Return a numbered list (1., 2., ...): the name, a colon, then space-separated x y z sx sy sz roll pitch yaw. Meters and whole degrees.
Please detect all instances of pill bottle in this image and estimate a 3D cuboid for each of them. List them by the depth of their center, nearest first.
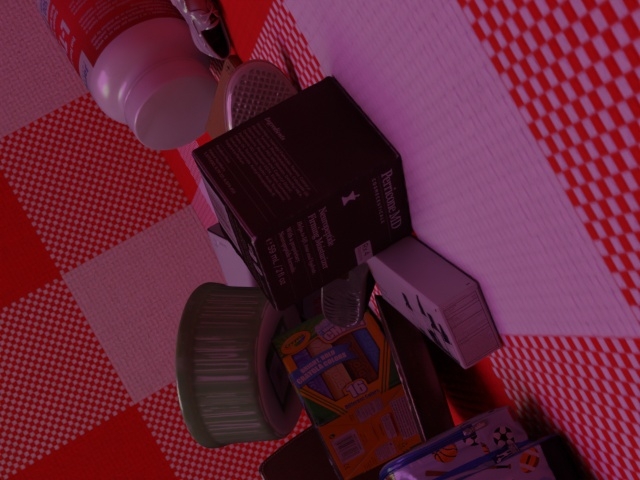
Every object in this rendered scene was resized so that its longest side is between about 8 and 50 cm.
1. pill bottle: -0.346 -0.360 2.071 0.408 0.229 0.229 54 168 32

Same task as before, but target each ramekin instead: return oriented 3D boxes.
1. ramekin: -0.133 0.224 2.047 0.303 0.148 0.303 -3 -90 -72

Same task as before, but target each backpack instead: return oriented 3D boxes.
1. backpack: 0.176 0.334 1.358 0.213 0.263 0.276 56 170 24

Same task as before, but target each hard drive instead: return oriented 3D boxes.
1. hard drive: -0.122 0.124 2.250 0.203 0.040 0.308 23 137 57

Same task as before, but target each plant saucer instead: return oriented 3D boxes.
1. plant saucer: 0.147 0.218 1.617 0.310 0.050 0.311 -17 -90 -90

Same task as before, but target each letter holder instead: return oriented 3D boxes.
1. letter holder: 0.056 0.441 2.134 0.214 0.301 0.152 57 170 17

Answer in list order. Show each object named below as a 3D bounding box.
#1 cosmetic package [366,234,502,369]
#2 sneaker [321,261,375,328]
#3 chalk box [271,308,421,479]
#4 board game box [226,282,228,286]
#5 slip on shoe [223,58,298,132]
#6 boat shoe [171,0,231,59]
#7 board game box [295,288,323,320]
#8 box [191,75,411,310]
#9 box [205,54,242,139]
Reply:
1. cosmetic package: 0.130 0.063 1.403 0.099 0.060 0.239 66 168 -25
2. sneaker: 0.049 0.005 1.593 0.083 0.118 0.222 16 128 9
3. chalk box: 0.041 0.235 1.962 0.289 0.179 0.180 59 173 47
4. board game box: -0.182 0.044 2.516 0.160 0.039 0.212 -90 8 -75
5. slip on shoe: -0.075 -0.151 1.671 0.101 0.123 0.331 58 175 34
6. boat shoe: -0.186 -0.355 1.786 0.063 0.066 0.184 37 157 31
7. board game box: -0.083 0.015 2.191 0.319 0.066 0.318 54 160 31
8. box: -0.021 -0.057 1.395 0.167 0.203 0.168 53 168 34
9. box: -0.121 -0.180 1.864 0.201 0.021 0.164 54 141 29
